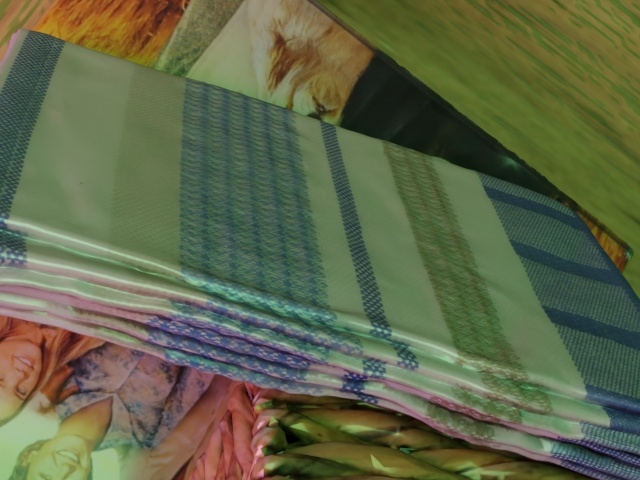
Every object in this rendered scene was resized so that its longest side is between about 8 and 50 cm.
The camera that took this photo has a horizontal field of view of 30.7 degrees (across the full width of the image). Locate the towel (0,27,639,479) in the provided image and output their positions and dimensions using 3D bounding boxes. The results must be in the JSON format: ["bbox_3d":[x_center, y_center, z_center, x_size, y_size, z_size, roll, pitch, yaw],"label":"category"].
[{"bbox_3d":[0.000,0.000,0.453,0.285,0.209,0.034,16,115,-15],"label":"towel"}]

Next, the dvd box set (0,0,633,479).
[{"bbox_3d":[-0.076,0.083,0.525,0.307,0.062,0.420,37,70,-7],"label":"dvd box set"}]

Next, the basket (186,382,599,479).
[{"bbox_3d":[0.074,0.186,0.456,0.299,0.223,0.213,15,32,-13],"label":"basket"}]
